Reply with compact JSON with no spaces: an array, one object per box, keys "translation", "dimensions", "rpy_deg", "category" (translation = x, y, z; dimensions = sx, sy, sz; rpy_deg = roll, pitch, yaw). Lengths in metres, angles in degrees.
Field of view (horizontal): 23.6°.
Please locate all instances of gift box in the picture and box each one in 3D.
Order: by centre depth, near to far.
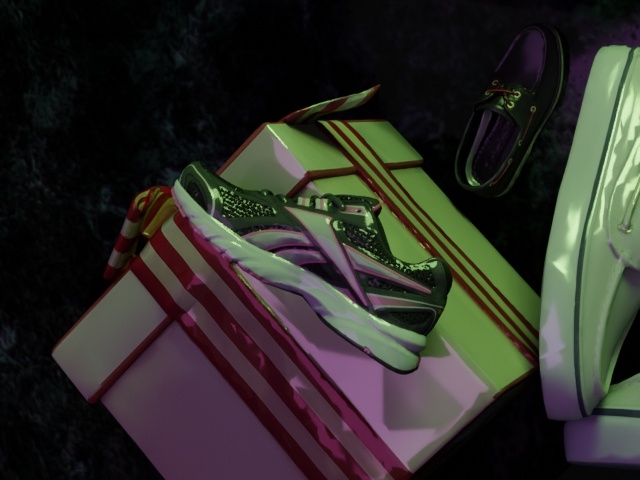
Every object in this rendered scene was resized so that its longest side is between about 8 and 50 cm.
[{"translation":[0.010,0.045,1.060],"dimensions":[0.276,0.255,0.258],"rpy_deg":[-46,78,14],"category":"gift box"}]

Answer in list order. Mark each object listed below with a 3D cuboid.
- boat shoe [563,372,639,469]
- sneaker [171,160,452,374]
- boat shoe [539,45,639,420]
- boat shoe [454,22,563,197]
[{"translation":[0.303,0.059,0.936],"dimensions":[0.367,0.136,0.156],"rpy_deg":[-16,70,47],"category":"boat shoe"},{"translation":[0.000,0.000,0.901],"dimensions":[0.178,0.072,0.077],"rpy_deg":[34,91,5],"category":"sneaker"},{"translation":[0.204,-0.006,1.002],"dimensions":[0.088,0.096,0.267],"rpy_deg":[7,61,21],"category":"boat shoe"},{"translation":[0.136,-0.094,1.102],"dimensions":[0.049,0.042,0.133],"rpy_deg":[26,100,29],"category":"boat shoe"}]
